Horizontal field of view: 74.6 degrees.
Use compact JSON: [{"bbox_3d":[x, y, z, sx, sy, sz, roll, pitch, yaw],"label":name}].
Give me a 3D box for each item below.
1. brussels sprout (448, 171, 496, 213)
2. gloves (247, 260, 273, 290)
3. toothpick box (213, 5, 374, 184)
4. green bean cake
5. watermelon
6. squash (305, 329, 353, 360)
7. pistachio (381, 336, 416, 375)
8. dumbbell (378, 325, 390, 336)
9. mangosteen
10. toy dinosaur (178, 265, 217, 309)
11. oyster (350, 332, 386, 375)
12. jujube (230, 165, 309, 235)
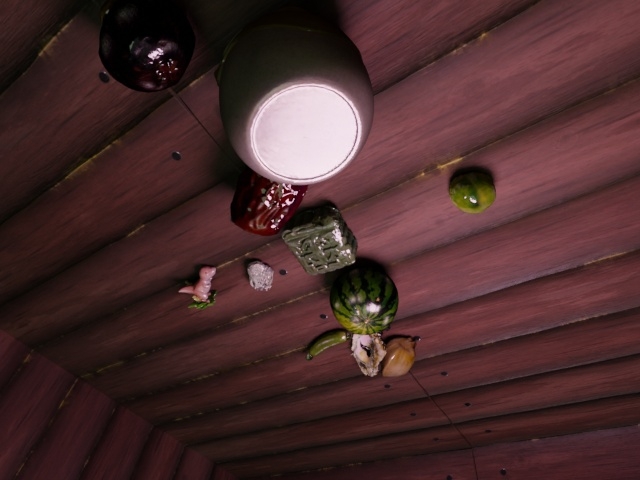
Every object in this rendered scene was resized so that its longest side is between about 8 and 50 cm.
[{"bbox_3d":[0.518,-0.151,1.431,0.151,0.122,0.149,-18,122,22],"label":"brussels sprout"},{"bbox_3d":[-0.264,0.155,1.854,0.114,0.070,0.153,3,129,7],"label":"gloves"},{"bbox_3d":[-0.077,-0.390,1.128,0.408,0.425,0.409,-7,135,-7],"label":"toothpick box"},{"bbox_3d":[0.000,0.000,1.646,0.241,0.132,0.255,-13,127,24],"label":"green bean cake"},{"bbox_3d":[0.176,0.243,1.720,0.285,0.285,0.285,5,131,5],"label":"watermelon"},{"bbox_3d":[0.032,0.509,2.101,0.071,0.080,0.318,34,126,-29],"label":"squash"},{"bbox_3d":[0.366,0.584,2.046,0.212,0.163,0.261,-23,140,-31],"label":"pistachio"},{"bbox_3d":[0.299,0.430,2.019,0.036,0.040,0.083,5,139,-37],"label":"dumbbell"},{"bbox_3d":[-0.492,-0.567,1.183,0.233,0.288,0.287,6,138,-35],"label":"mangosteen"},{"bbox_3d":[-0.549,0.215,1.912,0.194,0.152,0.177,-12,119,11],"label":"toy dinosaur"},{"bbox_3d":[0.236,0.520,2.040,0.201,0.107,0.355,39,139,28],"label":"oyster"},{"bbox_3d":[-0.170,-0.172,1.435,0.258,0.258,0.377,21,132,-9],"label":"jujube"}]
